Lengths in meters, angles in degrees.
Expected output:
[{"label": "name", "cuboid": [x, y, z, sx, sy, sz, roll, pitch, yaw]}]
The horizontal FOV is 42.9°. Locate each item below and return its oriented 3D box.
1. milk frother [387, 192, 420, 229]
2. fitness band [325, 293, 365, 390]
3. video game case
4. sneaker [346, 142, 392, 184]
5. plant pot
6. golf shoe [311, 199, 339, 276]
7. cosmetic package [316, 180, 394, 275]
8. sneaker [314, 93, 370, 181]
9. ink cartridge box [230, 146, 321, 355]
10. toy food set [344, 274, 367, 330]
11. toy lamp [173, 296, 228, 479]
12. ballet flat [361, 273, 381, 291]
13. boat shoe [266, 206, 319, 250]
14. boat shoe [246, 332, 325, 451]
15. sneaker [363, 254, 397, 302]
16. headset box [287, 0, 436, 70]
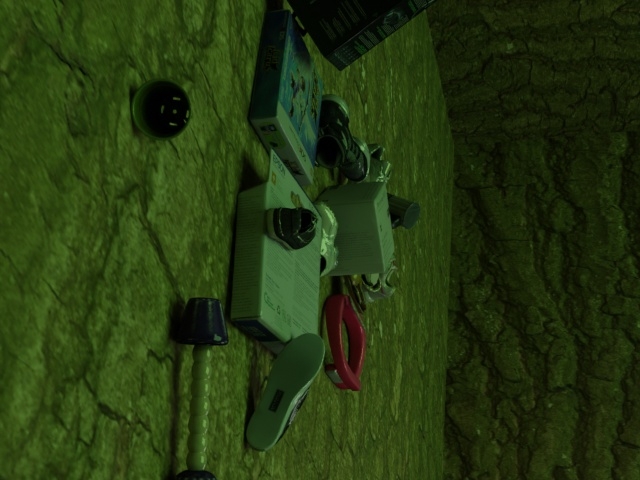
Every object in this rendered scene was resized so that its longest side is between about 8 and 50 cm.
[{"label": "milk frother", "cuboid": [0.213, -0.059, 2.420, 0.129, 0.135, 0.143, -50, 141, -21]}, {"label": "fitness band", "cuboid": [0.064, 0.253, 2.012, 0.291, 0.054, 0.209, 60, 31, -59]}, {"label": "video game case", "cuboid": [-0.062, -0.286, 1.666, 0.244, 0.061, 0.269, 61, 30, -58]}, {"label": "sneaker", "cuboid": [0.132, -0.150, 2.098, 0.099, 0.121, 0.262, 39, 34, -50]}, {"label": "plant pot", "cuboid": [-0.211, -0.180, 1.133, 0.079, 0.083, 0.083, -55, 140, -82]}, {"label": "golf shoe", "cuboid": [0.000, 0.000, 1.823, 0.086, 0.069, 0.176, -52, 136, -57]}, {"label": "cosmetic package", "cuboid": [0.083, -0.029, 1.947, 0.151, 0.151, 0.184, -58, 142, -65]}, {"label": "sneaker", "cuboid": [0.042, -0.206, 1.945, 0.268, 0.101, 0.153, 63, 29, -42]}, {"label": "ink cartridge box", "cuboid": [-0.076, 0.042, 1.552, 0.324, 0.071, 0.330, 53, 34, -61]}, {"label": "toy food set", "cuboid": [0.094, 0.123, 2.031, 0.192, 0.038, 0.132, -103, 169, -51]}, {"label": "toy lamp", "cuboid": [-0.175, 0.220, 1.174, 0.080, 0.080, 0.275, 38, 53, -69]}, {"label": "ballet flat", "cuboid": [0.113, 0.036, 2.132, 0.086, 0.086, 0.248, -72, 153, -51]}, {"label": "boat shoe", "cuboid": [-0.035, -0.024, 1.475, 0.206, 0.065, 0.075, 17, 68, -72]}, {"label": "boat shoe", "cuboid": [-0.058, 0.276, 1.470, 0.076, 0.080, 0.228, 74, 40, -71]}, {"label": "sneaker", "cuboid": [0.159, 0.049, 2.262, 0.103, 0.111, 0.252, -20, 106, -73]}, {"label": "headset box", "cuboid": [0.060, -0.520, 1.648, 0.246, 0.283, 0.131, 57, 13, 10]}]
